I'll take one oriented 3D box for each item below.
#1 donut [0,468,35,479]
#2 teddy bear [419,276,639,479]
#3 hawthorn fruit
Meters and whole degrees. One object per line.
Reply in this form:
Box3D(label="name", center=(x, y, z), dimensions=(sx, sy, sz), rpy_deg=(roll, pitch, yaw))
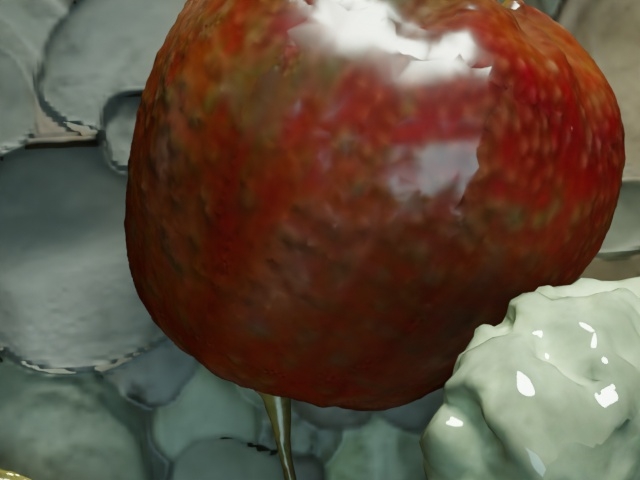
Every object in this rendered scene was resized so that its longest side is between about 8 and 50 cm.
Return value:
Box3D(label="donut", center=(-0.169, 0.237, 0.453), dimensions=(0.330, 0.160, 0.330), rpy_deg=(0, 100, 0))
Box3D(label="teddy bear", center=(0.184, 0.105, 0.356), dimensions=(0.327, 0.362, 0.375), rpy_deg=(34, 66, -18))
Box3D(label="hawthorn fruit", center=(0.000, 0.000, 0.454), dimensions=(0.163, 0.162, 0.203), rpy_deg=(26, 105, -11))
